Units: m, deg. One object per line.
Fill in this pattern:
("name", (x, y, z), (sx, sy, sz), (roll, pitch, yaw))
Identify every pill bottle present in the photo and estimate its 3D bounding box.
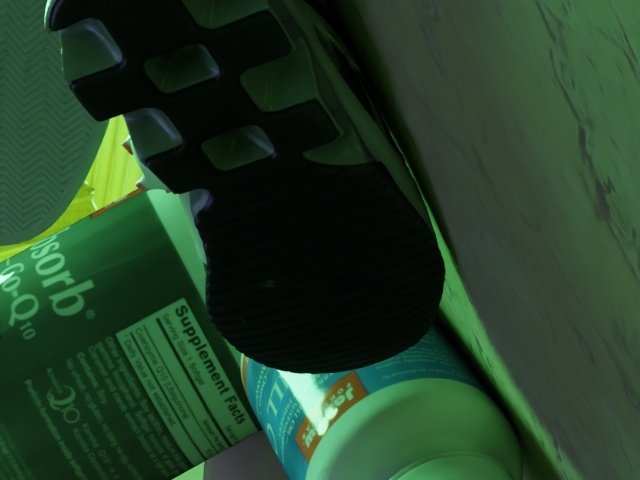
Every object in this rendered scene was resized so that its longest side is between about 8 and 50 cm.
("pill bottle", (-0.142, 0.079, 1.374), (0.210, 0.363, 0.210), (61, 176, 7))
("pill bottle", (0.040, 0.114, 1.019), (0.124, 0.124, 0.221), (64, 175, -31))

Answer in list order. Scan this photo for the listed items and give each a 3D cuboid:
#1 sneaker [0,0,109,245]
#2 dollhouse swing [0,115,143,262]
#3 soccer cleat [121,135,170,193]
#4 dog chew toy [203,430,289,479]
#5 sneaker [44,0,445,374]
("sneaker", (-0.138, -0.153, 0.923), (0.169, 0.108, 0.292), (-79, 3, -59))
("dollhouse swing", (-0.269, -0.110, 1.555), (0.305, 0.315, 0.347), (86, 164, -50))
("soccer cleat", (-0.049, -0.062, 1.188), (0.196, 0.076, 0.068), (-4, -112, -60))
("dog chew toy", (-0.008, 0.177, 1.635), (0.332, 0.207, 0.206), (-107, -9, -68))
("sneaker", (-0.025, -0.065, 0.860), (0.330, 0.122, 0.146), (65, -167, -48))
